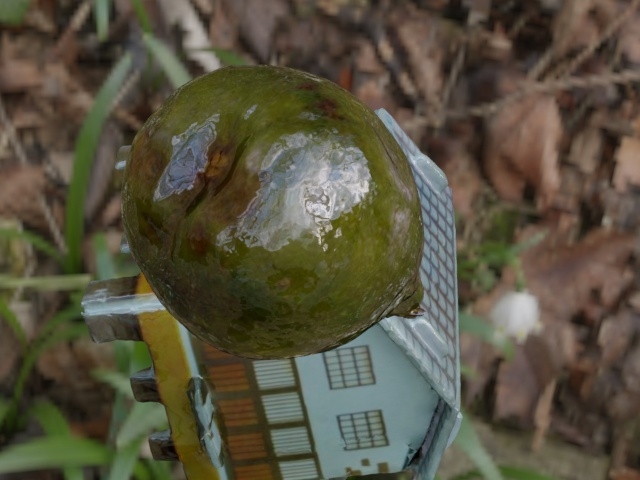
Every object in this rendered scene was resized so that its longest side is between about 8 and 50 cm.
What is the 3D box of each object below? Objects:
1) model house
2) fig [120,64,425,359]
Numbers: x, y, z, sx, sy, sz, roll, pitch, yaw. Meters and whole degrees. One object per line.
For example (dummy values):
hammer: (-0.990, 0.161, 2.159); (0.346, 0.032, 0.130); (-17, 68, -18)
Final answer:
model house: (-0.019, 0.046, 1.214); (0.215, 0.198, 0.224); (-5, 35, 7)
fig: (-0.008, 0.012, 0.829); (0.133, 0.185, 0.127); (4, 47, 34)
